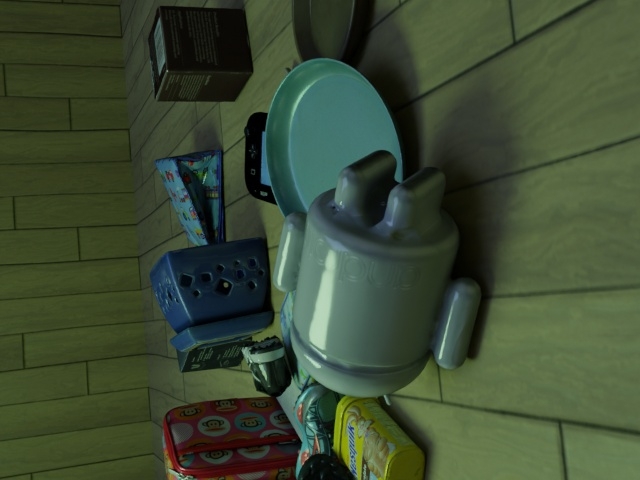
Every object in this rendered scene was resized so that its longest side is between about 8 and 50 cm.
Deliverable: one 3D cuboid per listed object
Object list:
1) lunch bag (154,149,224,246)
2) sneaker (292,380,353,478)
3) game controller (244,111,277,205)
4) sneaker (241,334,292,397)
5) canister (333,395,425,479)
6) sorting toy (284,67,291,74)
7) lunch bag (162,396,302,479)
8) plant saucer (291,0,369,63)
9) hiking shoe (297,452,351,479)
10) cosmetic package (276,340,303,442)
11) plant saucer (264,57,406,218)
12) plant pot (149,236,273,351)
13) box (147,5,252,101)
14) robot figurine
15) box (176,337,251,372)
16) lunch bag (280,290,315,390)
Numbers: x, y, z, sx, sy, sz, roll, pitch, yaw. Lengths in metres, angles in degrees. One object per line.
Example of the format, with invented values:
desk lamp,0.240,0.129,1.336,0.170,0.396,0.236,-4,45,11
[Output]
lunch bag,-0.342,-0.093,2.135,0.221,0.138,0.293,10,112,64
sneaker,0.027,0.355,1.348,0.125,0.104,0.262,36,135,49
game controller,-0.051,-0.140,1.397,0.319,0.067,0.166,20,103,54
sneaker,-0.099,0.239,1.447,0.234,0.078,0.106,160,97,-82
canister,0.089,0.328,1.196,0.170,0.073,0.126,-142,52,-59
sorting toy,-0.059,-0.205,1.519,0.193,0.038,0.208,-118,33,-45
lunch bag,-0.152,0.415,1.492,0.258,0.293,0.120,-130,40,-62
plant saucer,0.016,-0.412,1.304,0.278,0.041,0.278,176,90,-68
hiking shoe,0.019,0.492,1.287,0.132,0.113,0.304,-161,57,-80
cosmetic package,-0.039,0.294,1.513,0.239,0.060,0.099,-134,43,-58
plant saucer,0.025,-0.125,1.216,0.317,0.043,0.318,21,118,46
plant pot,-0.247,0.132,1.785,0.236,0.236,0.212,-31,70,64
box,-0.287,-0.434,1.821,0.167,0.203,0.168,143,121,-64
robot figurine,0.067,0.063,1.038,0.300,0.200,0.353,24,122,27
box,-0.272,0.253,1.948,0.156,0.158,0.093,118,142,-51
lunch bag,-0.007,0.153,1.365,0.219,0.090,0.176,111,144,-56
